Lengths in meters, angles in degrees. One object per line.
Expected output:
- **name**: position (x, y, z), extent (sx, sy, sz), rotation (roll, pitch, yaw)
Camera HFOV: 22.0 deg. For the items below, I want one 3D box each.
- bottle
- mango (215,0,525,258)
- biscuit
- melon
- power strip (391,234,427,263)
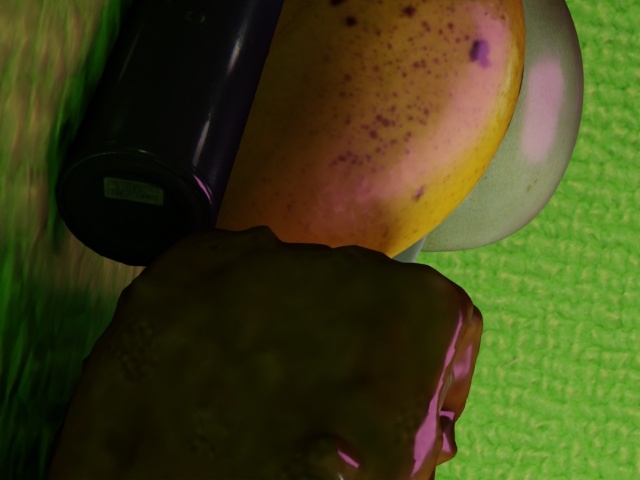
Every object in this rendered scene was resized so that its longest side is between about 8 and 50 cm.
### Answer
- **bottle**: position (-0.062, -0.092, 0.802), extent (0.082, 0.072, 0.244), rotation (109, -4, -45)
- **mango**: position (0.017, -0.084, 1.004), extent (0.191, 0.160, 0.290), rotation (50, 64, -30)
- **biscuit**: position (-0.044, 0.179, 0.755), extent (0.395, 0.166, 0.343), rotation (83, 21, -78)
- **melon**: position (0.121, -0.155, 1.600), extent (0.268, 0.268, 0.330), rotation (-28, 113, -83)
- **power strip**: position (0.018, 0.033, 1.334), extent (0.385, 0.091, 0.062), rotation (-62, 180, -39)
